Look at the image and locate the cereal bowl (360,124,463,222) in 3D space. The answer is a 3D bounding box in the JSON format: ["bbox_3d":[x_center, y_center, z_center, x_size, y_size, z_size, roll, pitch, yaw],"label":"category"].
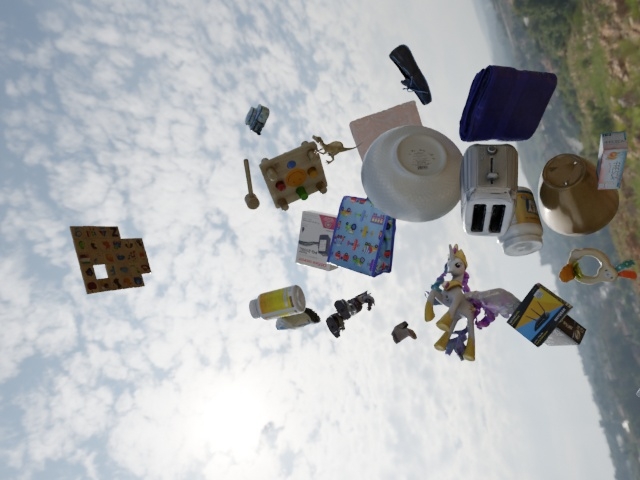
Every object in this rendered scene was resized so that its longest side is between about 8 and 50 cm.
[{"bbox_3d":[0.303,-0.232,1.534,0.141,0.339,0.338,98,167,-65],"label":"cereal bowl"}]

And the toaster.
[{"bbox_3d":[0.390,-0.108,1.142,0.227,0.129,0.146,74,-156,-55],"label":"toaster"}]

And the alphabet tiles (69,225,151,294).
[{"bbox_3d":[-0.603,0.050,1.428,0.237,0.009,0.198,-2,-108,-62],"label":"alphabet tiles"}]

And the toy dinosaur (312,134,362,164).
[{"bbox_3d":[0.047,-0.289,1.561,0.183,0.092,0.053,4,-119,-31],"label":"toy dinosaur"}]

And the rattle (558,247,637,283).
[{"bbox_3d":[0.891,0.099,1.557,0.143,0.200,0.130,1,-73,-55],"label":"rattle"}]

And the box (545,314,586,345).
[{"bbox_3d":[0.949,0.356,1.984,0.147,0.180,0.077,38,-110,-5],"label":"box"}]

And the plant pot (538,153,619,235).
[{"bbox_3d":[0.791,-0.165,1.533,0.254,0.237,0.237,29,-132,-50],"label":"plant pot"}]

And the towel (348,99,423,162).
[{"bbox_3d":[0.333,-0.455,2.277,0.053,0.332,0.316,-148,38,-77],"label":"towel"}]

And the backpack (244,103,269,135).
[{"bbox_3d":[-0.274,-0.532,2.108,0.084,0.114,0.105,25,-158,-28],"label":"backpack"}]

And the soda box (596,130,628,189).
[{"bbox_3d":[0.790,-0.214,1.324,0.183,0.058,0.062,53,-138,-53],"label":"soda box"}]

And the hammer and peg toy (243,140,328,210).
[{"bbox_3d":[-0.157,-0.251,2.037,0.265,0.362,0.127,73,171,-48],"label":"hammer and peg toy"}]

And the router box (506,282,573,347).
[{"bbox_3d":[0.740,0.253,1.654,0.046,0.178,0.133,-7,-140,-48],"label":"router box"}]

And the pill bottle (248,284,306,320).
[{"bbox_3d":[-0.176,0.256,1.963,0.117,0.215,0.117,-15,-90,-74],"label":"pill bottle"}]

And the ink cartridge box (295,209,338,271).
[{"bbox_3d":[0.000,0.000,2.105,0.100,0.172,0.237,-13,-66,-64],"label":"ink cartridge box"}]

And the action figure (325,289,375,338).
[{"bbox_3d":[0.104,0.263,1.782,0.099,0.185,0.285,47,-163,12],"label":"action figure"}]

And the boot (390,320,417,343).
[{"bbox_3d":[0.321,0.371,1.898,0.042,0.087,0.118,32,-163,-27],"label":"boot"}]

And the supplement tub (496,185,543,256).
[{"bbox_3d":[0.642,-0.062,1.597,0.144,0.145,0.199,36,-136,-52],"label":"supplement tub"}]

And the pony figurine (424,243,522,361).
[{"bbox_3d":[0.506,0.234,1.717,0.351,0.303,0.363,48,-131,-26],"label":"pony figurine"}]

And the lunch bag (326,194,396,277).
[{"bbox_3d":[0.163,-0.034,1.841,0.138,0.221,0.292,-10,-69,-51],"label":"lunch bag"}]

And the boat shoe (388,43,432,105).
[{"bbox_3d":[0.355,-0.652,1.959,0.258,0.089,0.109,58,176,-8],"label":"boat shoe"}]

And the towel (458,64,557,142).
[{"bbox_3d":[0.563,-0.412,1.480,0.309,0.227,0.076,-6,-142,-30],"label":"towel"}]

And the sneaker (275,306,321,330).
[{"bbox_3d":[-0.096,0.342,2.092,0.237,0.086,0.085,4,-133,-45],"label":"sneaker"}]

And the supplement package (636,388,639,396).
[{"bbox_3d":[0.721,0.252,0.938,0.105,0.179,0.105,-7,-145,-44],"label":"supplement package"}]
